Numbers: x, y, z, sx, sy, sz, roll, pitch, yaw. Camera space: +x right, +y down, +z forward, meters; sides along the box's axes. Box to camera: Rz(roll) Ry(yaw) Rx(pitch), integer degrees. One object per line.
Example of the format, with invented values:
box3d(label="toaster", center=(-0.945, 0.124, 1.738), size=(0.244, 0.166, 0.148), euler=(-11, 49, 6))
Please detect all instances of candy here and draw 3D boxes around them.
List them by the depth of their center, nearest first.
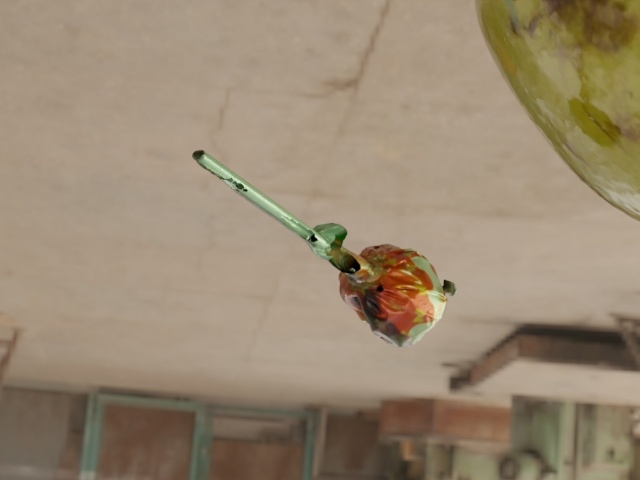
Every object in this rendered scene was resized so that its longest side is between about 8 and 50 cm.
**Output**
box3d(label="candy", center=(0.000, 0.000, 0.661), size=(0.055, 0.049, 0.184), euler=(6, 160, 39))

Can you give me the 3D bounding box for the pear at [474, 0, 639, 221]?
box3d(label="pear", center=(0.211, -0.127, 0.652), size=(0.283, 0.284, 0.283), euler=(4, 168, 1))
